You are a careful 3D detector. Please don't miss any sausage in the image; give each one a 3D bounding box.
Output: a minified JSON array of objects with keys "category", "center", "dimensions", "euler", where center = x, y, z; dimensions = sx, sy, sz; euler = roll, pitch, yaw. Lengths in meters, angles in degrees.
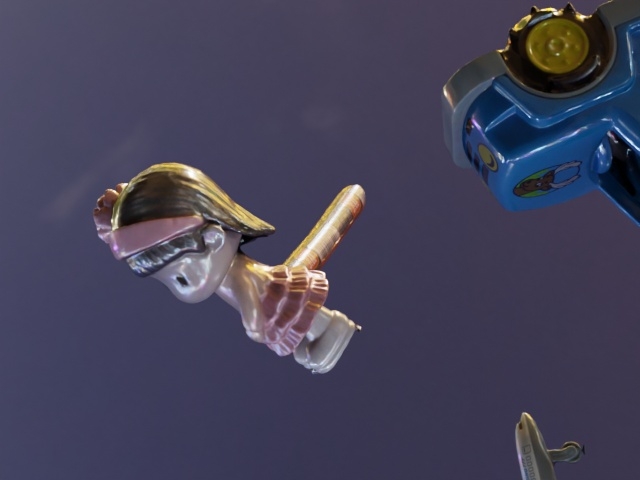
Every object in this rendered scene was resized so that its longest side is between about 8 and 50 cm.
[{"category":"sausage","center":[0.000,0.000,0.994],"dimensions":[0.025,0.028,0.198],"euler":[-19,-162,27]}]

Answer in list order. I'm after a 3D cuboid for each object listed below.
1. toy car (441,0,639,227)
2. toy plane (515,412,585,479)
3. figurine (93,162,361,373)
[{"category":"toy car","center":[0.157,-0.062,0.594],"dimensions":[0.191,0.097,0.100],"euler":[-22,-111,-1]},{"category":"toy plane","center":[0.181,0.242,0.973],"dimensions":[0.058,0.226,0.226],"euler":[-4,-103,8]},{"category":"figurine","center":[-0.041,0.011,0.598],"dimensions":[0.054,0.129,0.072],"euler":[-60,-164,-9]}]
